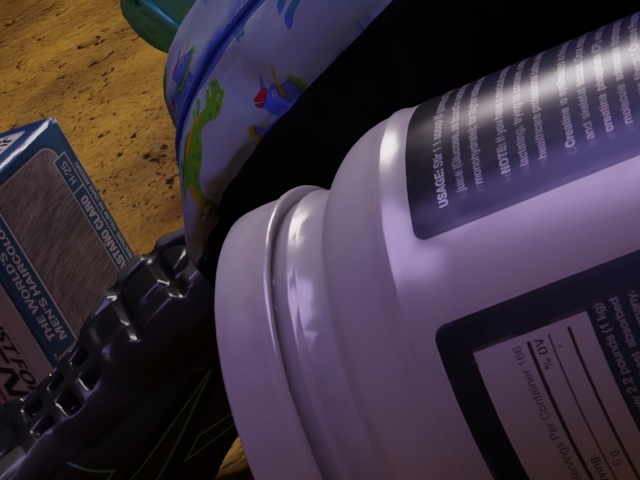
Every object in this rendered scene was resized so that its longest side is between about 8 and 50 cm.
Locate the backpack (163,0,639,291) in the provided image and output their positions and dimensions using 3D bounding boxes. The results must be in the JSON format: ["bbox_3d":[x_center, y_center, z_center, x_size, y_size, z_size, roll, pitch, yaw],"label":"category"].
[{"bbox_3d":[0.089,-0.091,0.815,0.355,0.290,0.273,-53,42,23],"label":"backpack"}]

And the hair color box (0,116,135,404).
[{"bbox_3d":[-0.261,0.058,1.115,0.347,0.174,0.105,-12,26,37],"label":"hair color box"}]

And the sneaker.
[{"bbox_3d":[-0.114,0.113,0.916,0.267,0.106,0.101,-41,27,1],"label":"sneaker"}]

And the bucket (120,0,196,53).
[{"bbox_3d":[0.002,-0.228,1.310,0.281,0.281,0.183,-37,23,-18],"label":"bucket"}]

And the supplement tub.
[{"bbox_3d":[0.122,0.019,0.639,0.272,0.191,0.191,-22,22,20],"label":"supplement tub"}]
